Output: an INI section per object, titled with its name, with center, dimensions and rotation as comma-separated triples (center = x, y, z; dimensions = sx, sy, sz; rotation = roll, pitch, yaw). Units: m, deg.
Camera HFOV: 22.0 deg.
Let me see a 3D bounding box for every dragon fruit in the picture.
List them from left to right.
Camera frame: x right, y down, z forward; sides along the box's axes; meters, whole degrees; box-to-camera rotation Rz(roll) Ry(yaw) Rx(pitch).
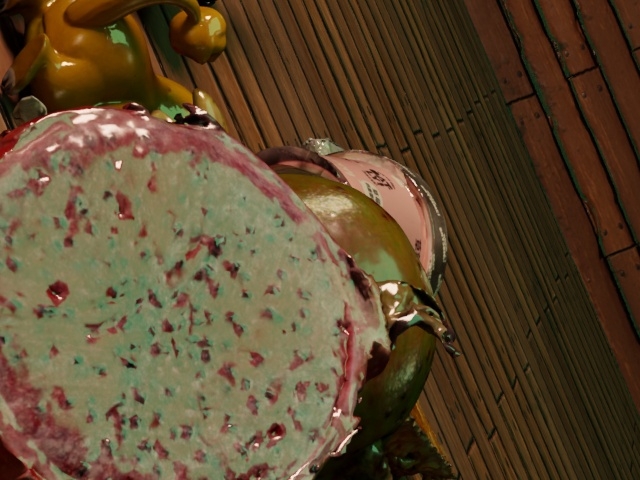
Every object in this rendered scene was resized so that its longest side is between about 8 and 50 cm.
[dragon fruit]
center = -0.086, 0.056, 0.745
dimensions = 0.282, 0.147, 0.211
rotation = 2, 73, -36

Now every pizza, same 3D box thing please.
[pizza]
center = 0.055, 0.143, 1.366
dimensions = 0.193, 0.053, 0.201
rotation = 60, 5, -20

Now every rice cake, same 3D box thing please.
[rice cake]
center = 0.026, -0.058, 1.605
dimensions = 0.211, 0.034, 0.043
rotation = 31, 47, -67

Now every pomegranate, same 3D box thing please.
[pomegranate]
center = -0.027, 0.029, 0.952
dimensions = 0.198, 0.198, 0.246
rotation = 40, 47, -60

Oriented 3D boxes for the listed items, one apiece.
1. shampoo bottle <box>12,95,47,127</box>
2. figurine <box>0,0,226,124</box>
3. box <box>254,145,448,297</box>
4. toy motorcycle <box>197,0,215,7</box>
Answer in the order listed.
[shampoo bottle]
center = -0.148, -0.007, 0.898
dimensions = 0.077, 0.045, 0.151
rotation = 42, 28, -57
[figurine]
center = -0.108, -0.104, 1.027
dimensions = 0.176, 0.122, 0.121
rotation = 47, 22, -50
[box]
center = 0.000, 0.000, 1.228
dimensions = 0.135, 0.151, 0.151
rotation = 13, 55, -60
[toy motorcycle]
center = -0.090, -0.286, 1.339
dimensions = 0.207, 0.134, 0.401
rotation = 68, 16, 0
